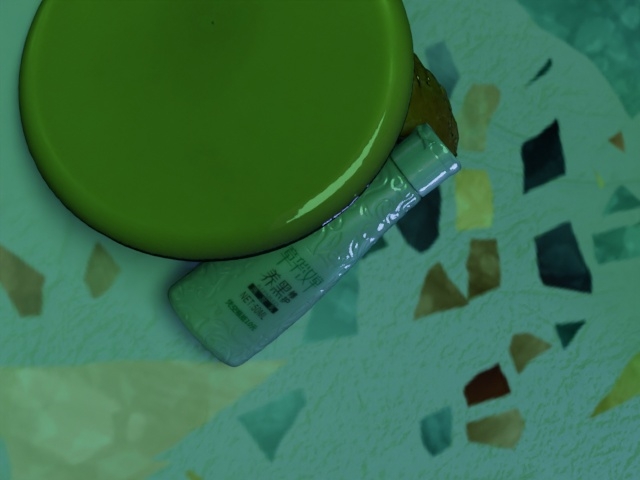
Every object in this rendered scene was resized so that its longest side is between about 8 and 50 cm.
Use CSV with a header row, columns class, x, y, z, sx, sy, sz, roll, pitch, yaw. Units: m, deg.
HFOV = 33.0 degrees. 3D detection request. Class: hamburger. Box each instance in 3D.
class,x,y,z,sx,sy,sz,roll,pitch,yaw
hamburger,0.011,-0.102,0.678,0.176,0.087,0.102,7,88,-18

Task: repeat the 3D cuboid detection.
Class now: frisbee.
class,x,y,z,sx,sy,sz,roll,pitch,yaw
frisbee,-0.063,-0.102,0.629,0.235,0.017,0.236,-2,75,6

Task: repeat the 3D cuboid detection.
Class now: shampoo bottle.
class,x,y,z,sx,sy,sz,roll,pitch,yaw
shampoo bottle,0.000,0.000,0.655,0.190,0.041,0.069,-37,108,10
